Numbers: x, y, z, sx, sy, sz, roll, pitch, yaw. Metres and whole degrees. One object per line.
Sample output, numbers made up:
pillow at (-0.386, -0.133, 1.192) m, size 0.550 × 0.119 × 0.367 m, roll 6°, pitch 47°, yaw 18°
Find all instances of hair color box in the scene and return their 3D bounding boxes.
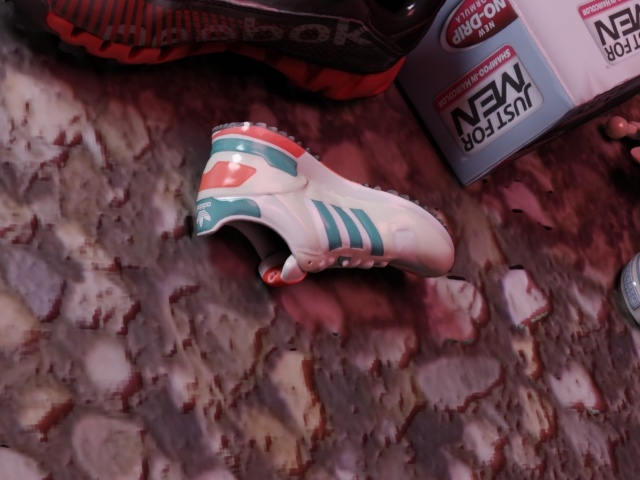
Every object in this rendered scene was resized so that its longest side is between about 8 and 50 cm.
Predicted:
hair color box at (0.080, -0.241, 1.040) m, size 0.185 × 0.113 × 0.374 m, roll -26°, pitch 83°, yaw -44°

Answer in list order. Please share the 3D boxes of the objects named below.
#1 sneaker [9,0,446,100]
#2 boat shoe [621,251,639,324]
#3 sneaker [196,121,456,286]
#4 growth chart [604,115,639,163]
sneaker at (-0.042, -0.151, 0.874) m, size 0.276 × 0.135 × 0.097 m, roll 6°, pitch 64°, yaw -35°
boat shoe at (0.306, 0.040, 1.080) m, size 0.227 × 0.081 × 0.079 m, roll 12°, pitch 59°, yaw -34°
sneaker at (0.000, 0.000, 0.885) m, size 0.161 × 0.057 × 0.075 m, roll 28°, pitch 68°, yaw -26°
growth chart at (0.316, -0.021, 1.087) m, size 0.172 × 0.021 × 0.237 m, roll 0°, pitch 30°, yaw -45°
